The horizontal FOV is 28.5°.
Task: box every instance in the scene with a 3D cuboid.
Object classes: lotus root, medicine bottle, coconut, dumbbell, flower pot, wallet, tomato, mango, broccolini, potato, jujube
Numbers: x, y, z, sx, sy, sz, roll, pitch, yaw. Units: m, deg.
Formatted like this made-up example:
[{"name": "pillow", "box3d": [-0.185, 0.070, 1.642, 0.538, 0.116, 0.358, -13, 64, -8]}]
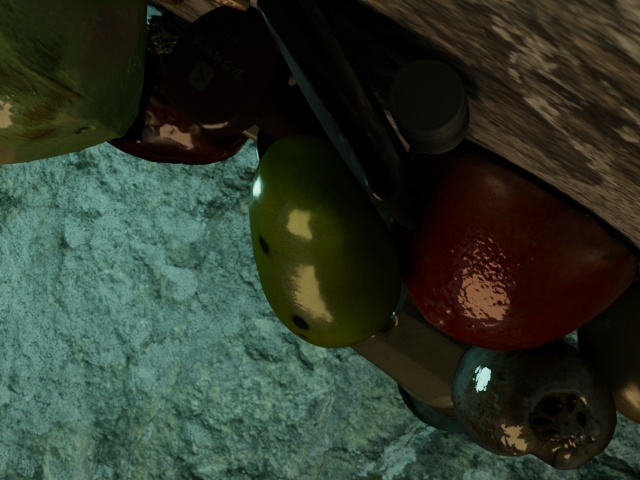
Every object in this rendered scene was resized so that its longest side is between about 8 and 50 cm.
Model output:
[{"name": "lotus root", "box3d": [0.227, 0.171, 1.445, 0.158, 0.140, 0.322, 12, 179, -11]}, {"name": "medicine bottle", "box3d": [0.084, -0.101, 0.964, 0.058, 0.058, 0.091, 32, 180, 11]}, {"name": "coconut", "box3d": [-0.350, -0.239, 1.523, 0.328, 0.328, 0.281, 32, -151, -22]}, {"name": "dumbbell", "box3d": [-0.050, -0.141, 1.314, 0.140, 0.124, 0.225, 39, -177, 35]}, {"name": "flower pot", "box3d": [0.141, 0.084, 1.666, 0.259, 0.290, 0.290, 31, 180, -38]}, {"name": "wallet", "box3d": [0.030, -0.103, 1.079, 0.197, 0.051, 0.377, 60, -177, 7]}, {"name": "tomato", "box3d": [0.180, 0.028, 1.321, 0.309, 0.170, 0.309, 32, 179, 0]}, {"name": "mango", "box3d": [0.000, 0.000, 1.260, 0.175, 0.143, 0.293, 59, 171, 31]}, {"name": "broccolini", "box3d": [-0.169, -0.269, 1.650, 0.067, 0.058, 0.216, -15, -164, -27]}, {"name": "potato", "box3d": [0.373, 0.124, 1.434, 0.194, 0.157, 0.157, 49, 171, -29]}, {"name": "jujube", "box3d": [-0.240, -0.221, 1.949, 0.318, 0.223, 0.223, 21, 172, 43]}]

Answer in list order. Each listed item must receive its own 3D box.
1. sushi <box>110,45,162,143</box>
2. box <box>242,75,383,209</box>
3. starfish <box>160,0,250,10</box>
[{"name": "sushi", "box3d": [-0.373, -0.279, 1.809, 0.343, 0.196, 0.182, 37, -169, 34]}, {"name": "box", "box3d": [0.001, -0.127, 1.618, 0.168, 0.095, 0.212, 34, -179, 27]}, {"name": "starfish", "box3d": [-0.188, -0.271, 1.193, 0.302, 0.060, 0.299, 31, 176, 46]}]
